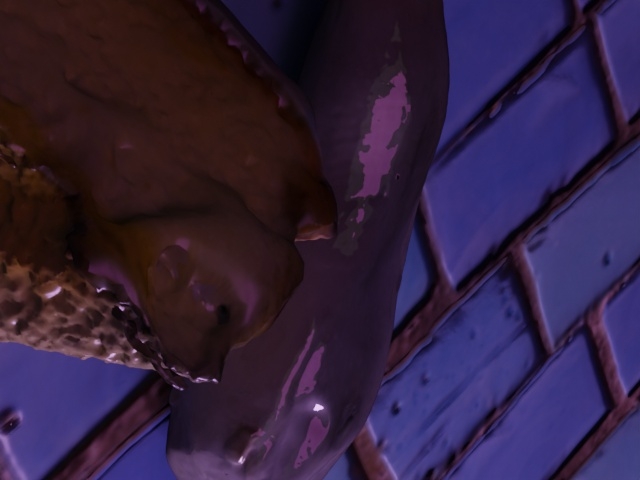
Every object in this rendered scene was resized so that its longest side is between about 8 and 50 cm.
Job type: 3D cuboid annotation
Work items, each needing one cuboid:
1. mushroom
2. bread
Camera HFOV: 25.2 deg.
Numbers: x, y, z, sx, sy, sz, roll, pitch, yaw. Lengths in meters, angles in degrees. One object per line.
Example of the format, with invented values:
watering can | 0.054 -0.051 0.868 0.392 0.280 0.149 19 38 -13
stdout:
mushroom | 0.002 0.000 0.776 0.109 0.097 0.351 22 85 -48
bread | -0.123 -0.044 0.605 0.251 0.133 0.174 44 40 -14
